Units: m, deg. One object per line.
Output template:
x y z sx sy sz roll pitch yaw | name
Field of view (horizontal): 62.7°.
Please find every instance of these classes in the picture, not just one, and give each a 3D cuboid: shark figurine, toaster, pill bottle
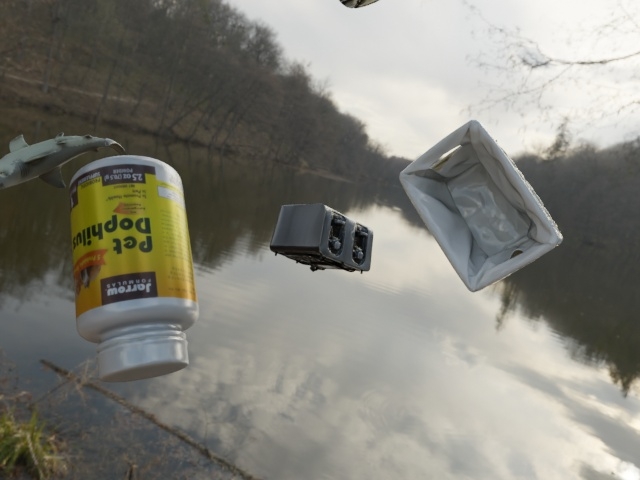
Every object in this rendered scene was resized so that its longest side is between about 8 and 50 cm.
-0.521 -0.156 1.072 0.278 0.116 0.166 -17 40 -12 | shark figurine
0.000 0.000 1.119 0.186 0.110 0.168 0 -17 44 | toaster
-0.191 0.030 0.543 0.117 0.215 0.117 -12 -19 -4 | pill bottle

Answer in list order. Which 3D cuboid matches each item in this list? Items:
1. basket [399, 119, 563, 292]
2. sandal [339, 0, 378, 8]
0.191 -0.037 0.615 0.103 0.113 0.167 3 55 -59 | basket
0.045 -0.420 0.637 0.120 0.086 0.303 -17 -30 7 | sandal
